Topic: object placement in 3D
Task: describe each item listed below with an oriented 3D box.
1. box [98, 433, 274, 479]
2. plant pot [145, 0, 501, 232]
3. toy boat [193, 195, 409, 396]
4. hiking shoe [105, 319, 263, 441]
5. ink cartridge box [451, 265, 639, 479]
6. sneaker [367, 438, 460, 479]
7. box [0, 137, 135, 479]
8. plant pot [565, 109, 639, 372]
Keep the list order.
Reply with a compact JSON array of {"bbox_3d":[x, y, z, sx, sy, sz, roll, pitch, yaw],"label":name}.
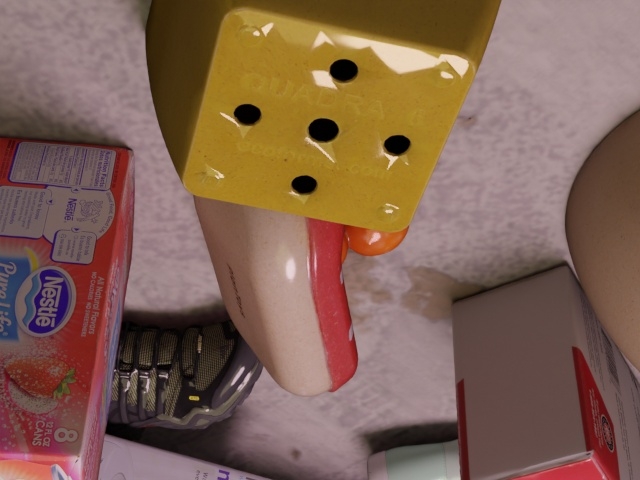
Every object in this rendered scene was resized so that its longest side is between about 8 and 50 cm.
[{"bbox_3d":[-0.199,0.283,1.208,0.231,0.126,0.262,18,152,-17],"label":"box"},{"bbox_3d":[0.002,-0.127,0.796,0.212,0.187,0.212,11,135,-10],"label":"plant pot"},{"bbox_3d":[0.000,0.000,0.984,0.151,0.151,0.231,-27,138,-15],"label":"toy boat"},{"bbox_3d":[-0.152,0.113,1.114,0.227,0.086,0.114,-25,133,25],"label":"hiking shoe"},{"bbox_3d":[0.221,0.188,1.109,0.114,0.197,0.273,-20,131,22],"label":"ink cartridge box"},{"bbox_3d":[0.153,0.288,1.286,0.151,0.094,0.256,-15,135,11],"label":"sneaker"},{"bbox_3d":[-0.223,0.072,0.921,0.154,0.300,0.142,4,134,-5],"label":"box"},{"bbox_3d":[0.337,0.039,0.960,0.284,0.191,0.284,1,135,1],"label":"plant pot"}]
